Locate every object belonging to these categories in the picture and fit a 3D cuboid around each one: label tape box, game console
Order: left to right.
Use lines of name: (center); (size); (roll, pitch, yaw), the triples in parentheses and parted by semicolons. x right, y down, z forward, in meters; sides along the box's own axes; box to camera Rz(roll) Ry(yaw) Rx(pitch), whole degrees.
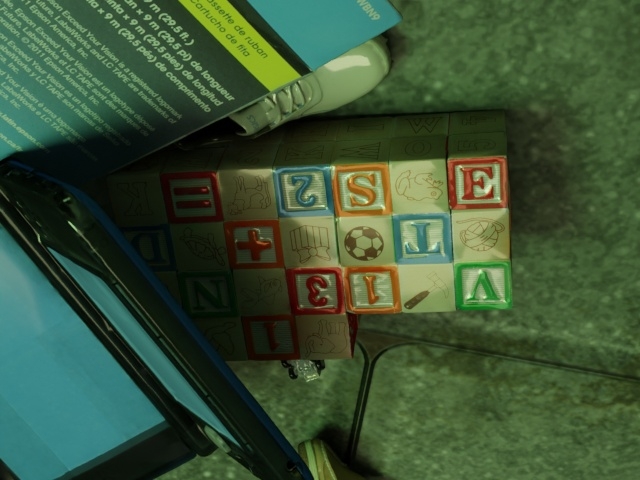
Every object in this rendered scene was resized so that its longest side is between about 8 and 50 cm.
game console: (-0.185, 0.105, 0.856); (0.293, 0.173, 0.250); (54, 163, -26)
label tape box: (-0.155, -0.181, 0.788); (0.347, 0.115, 0.249); (-24, 133, 27)

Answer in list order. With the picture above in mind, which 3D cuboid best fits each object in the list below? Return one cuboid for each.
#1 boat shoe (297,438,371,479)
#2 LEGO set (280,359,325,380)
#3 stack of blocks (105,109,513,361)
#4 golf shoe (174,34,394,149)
boat shoe: (0.030, 0.257, 1.209); (0.072, 0.068, 0.190); (-14, 138, 6)
LEGO set: (-0.057, 0.027, 1.040); (0.182, 0.060, 0.244); (21, 122, -4)
stack of blocks: (0.000, 0.000, 0.933); (0.297, 0.087, 0.171); (-3, 119, 9)
golf shoe: (-0.031, -0.103, 0.880); (0.176, 0.086, 0.069); (-15, 125, 20)
